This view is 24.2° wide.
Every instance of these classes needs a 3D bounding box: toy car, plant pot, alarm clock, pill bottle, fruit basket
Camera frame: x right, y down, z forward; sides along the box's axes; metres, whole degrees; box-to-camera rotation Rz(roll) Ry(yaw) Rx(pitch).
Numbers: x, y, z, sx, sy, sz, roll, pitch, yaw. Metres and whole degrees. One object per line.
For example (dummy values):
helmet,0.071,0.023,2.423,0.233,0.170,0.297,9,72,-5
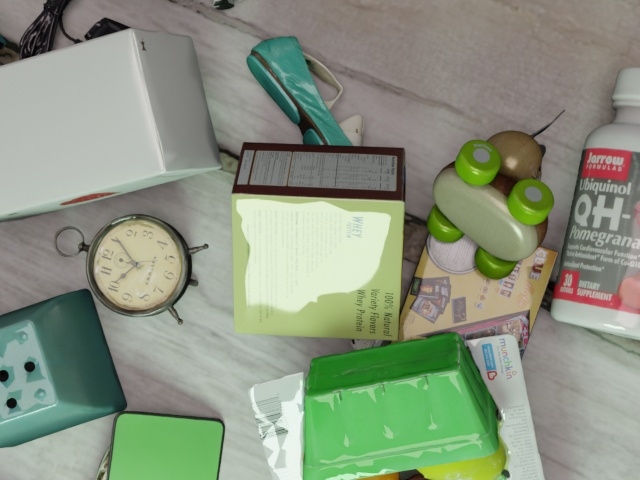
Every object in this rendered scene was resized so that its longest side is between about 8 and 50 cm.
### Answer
toy car,0.240,-0.076,1.822,0.149,0.155,0.188,38,57,11
plant pot,-0.356,0.160,1.811,0.165,0.234,0.165,-19,87,2
alarm clock,-0.247,0.026,1.896,0.192,0.064,0.129,19,89,1
pill bottle,0.394,-0.040,1.812,0.176,0.176,0.318,12,88,3
fruit basket,0.110,0.292,1.822,0.327,0.165,0.353,-12,117,8

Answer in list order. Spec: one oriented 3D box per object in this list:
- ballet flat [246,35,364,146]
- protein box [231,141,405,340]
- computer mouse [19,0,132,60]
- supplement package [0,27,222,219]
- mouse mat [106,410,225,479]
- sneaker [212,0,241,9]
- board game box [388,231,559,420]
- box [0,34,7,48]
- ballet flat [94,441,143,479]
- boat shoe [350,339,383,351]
ballet flat,0.004,-0.156,1.887,0.087,0.083,0.247,-32,88,-13
protein box,0.000,0.000,1.809,0.201,0.136,0.200,2,121,3
computer mouse,-0.244,-0.261,1.911,0.262,0.060,0.184,24,97,14
supplement package,-0.299,-0.134,1.809,0.293,0.177,0.175,-13,90,19
mouse mat,-0.199,0.312,1.873,0.153,0.007,0.189,9,88,-27
sneaker,-0.098,-0.382,1.876,0.190,0.071,0.083,-46,72,32
board game box,0.183,0.102,1.883,0.165,0.042,0.243,20,88,3
box,-0.522,-0.205,1.902,0.244,0.100,0.060,-38,88,1
ballet flat,-0.273,0.349,1.881,0.072,0.068,0.213,16,89,3
boat shoe,0.054,0.134,1.893,0.035,0.035,0.100,35,96,1
